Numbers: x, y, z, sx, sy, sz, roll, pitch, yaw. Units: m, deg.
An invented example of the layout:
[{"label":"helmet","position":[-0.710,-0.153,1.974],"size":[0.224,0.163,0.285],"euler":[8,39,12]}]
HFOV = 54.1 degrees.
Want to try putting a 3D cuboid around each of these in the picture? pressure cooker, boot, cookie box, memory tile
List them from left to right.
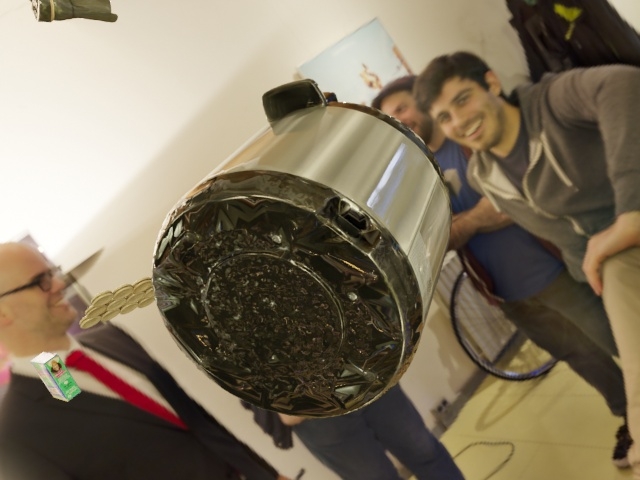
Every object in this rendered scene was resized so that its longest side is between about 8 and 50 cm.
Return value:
[{"label":"cookie box","position":[-0.613,0.315,1.450],"size":[0.092,0.107,0.040],"euler":[-7,25,47]},{"label":"boot","position":[-0.467,-0.466,1.156],"size":[0.137,0.198,0.077],"euler":[-7,-29,-33]},{"label":"memory tile","position":[-0.339,0.102,1.087],"size":[0.148,0.012,0.113],"euler":[-19,-22,-44]},{"label":"pressure cooker","position":[0.006,0.001,0.926],"size":[0.370,0.375,0.420],"euler":[-64,-4,36]}]
